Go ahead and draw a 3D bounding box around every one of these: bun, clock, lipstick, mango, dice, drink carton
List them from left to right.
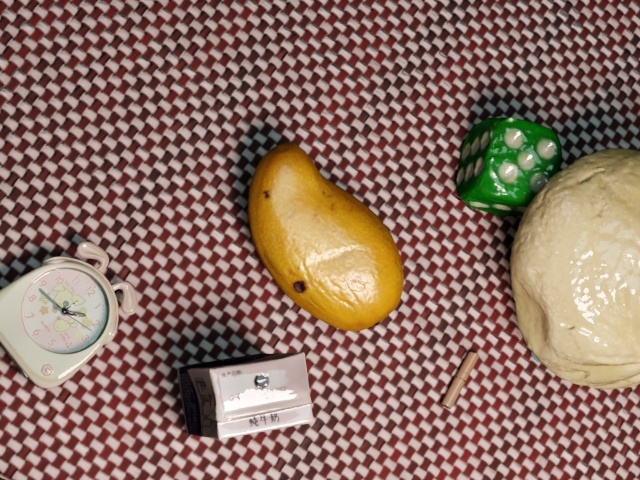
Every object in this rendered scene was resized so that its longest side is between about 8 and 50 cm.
[{"bbox_3d":[-0.353,0.098,1.871,0.191,0.062,0.151,-38,95,-17],"label":"clock"},{"bbox_3d":[-0.105,0.208,1.850,0.134,0.222,0.102,-6,86,-17],"label":"drink carton"},{"bbox_3d":[0.000,0.001,1.961,0.177,0.120,0.295,-40,95,-9],"label":"mango"},{"bbox_3d":[0.211,0.210,2.053,0.019,0.019,0.094,33,76,-11],"label":"lipstick"},{"bbox_3d":[0.281,-0.110,2.051,0.120,0.128,0.131,15,81,-14],"label":"dice"},{"bbox_3d":[0.452,0.048,1.989,0.352,0.227,0.349,-52,127,-11],"label":"bun"}]

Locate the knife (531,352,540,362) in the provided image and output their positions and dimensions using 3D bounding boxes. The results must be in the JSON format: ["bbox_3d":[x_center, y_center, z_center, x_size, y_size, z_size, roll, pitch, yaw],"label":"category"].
[{"bbox_3d":[0.361,0.081,2.107,0.064,0.031,0.222,13,84,-19],"label":"knife"}]

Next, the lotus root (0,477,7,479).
[{"bbox_3d":[-0.510,0.401,1.753,0.260,0.149,0.267,30,94,-8],"label":"lotus root"}]
